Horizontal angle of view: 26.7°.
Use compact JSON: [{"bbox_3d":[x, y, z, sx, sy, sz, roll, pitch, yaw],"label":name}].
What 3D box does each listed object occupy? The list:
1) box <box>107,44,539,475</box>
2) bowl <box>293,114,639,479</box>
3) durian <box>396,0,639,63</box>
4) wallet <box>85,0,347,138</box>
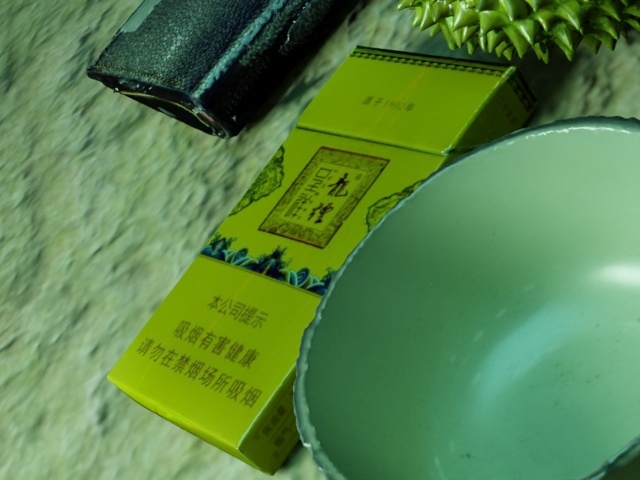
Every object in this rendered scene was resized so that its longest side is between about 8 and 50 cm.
[{"bbox_3d":[-0.001,0.001,0.815,0.153,0.041,0.279,16,65,52],"label":"box"},{"bbox_3d":[0.104,0.056,0.590,0.211,0.112,0.211,-26,39,23],"label":"bowl"},{"bbox_3d":[0.143,-0.199,0.762,0.237,0.176,0.200,-25,33,25],"label":"durian"},{"bbox_3d":[-0.067,-0.190,1.066,0.221,0.071,0.262,-54,33,-7],"label":"wallet"}]
